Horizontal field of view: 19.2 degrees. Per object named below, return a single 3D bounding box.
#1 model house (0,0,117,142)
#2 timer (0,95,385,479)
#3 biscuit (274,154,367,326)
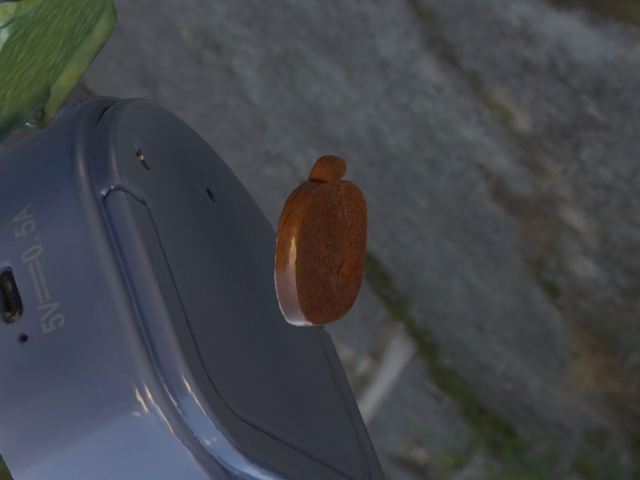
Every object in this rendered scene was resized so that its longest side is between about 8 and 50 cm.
[{"bbox_3d":[-0.198,-0.127,0.916,0.195,0.214,0.189,29,133,5],"label":"model house"},{"bbox_3d":[-0.126,0.069,1.361,0.395,0.173,0.395,55,-165,-22],"label":"timer"},{"bbox_3d":[0.000,0.000,0.861,0.015,0.078,0.091,4,-179,21],"label":"biscuit"}]
